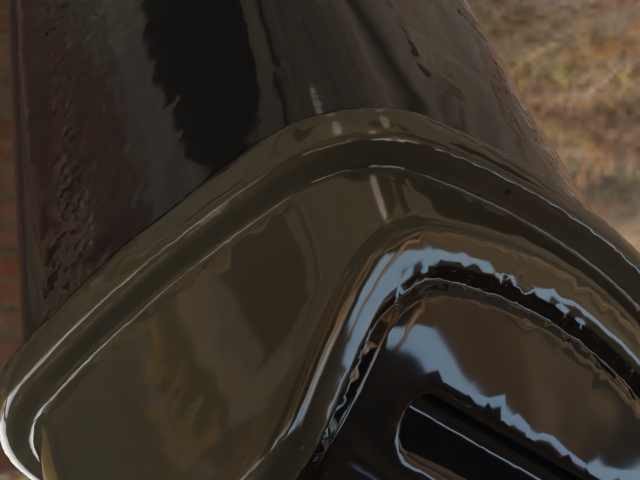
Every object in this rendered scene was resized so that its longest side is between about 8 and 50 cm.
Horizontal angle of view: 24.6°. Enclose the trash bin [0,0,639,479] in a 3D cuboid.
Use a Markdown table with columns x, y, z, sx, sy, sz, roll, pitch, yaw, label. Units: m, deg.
| x | y | z | sx | sy | sz | roll | pitch | yaw | label |
| --- | --- | --- | --- | --- | --- | --- | --- | --- | --- |
| 0.000 | 0.000 | 0.509 | 0.182 | 0.290 | 0.209 | -40 | 132 | 22 | trash bin |
